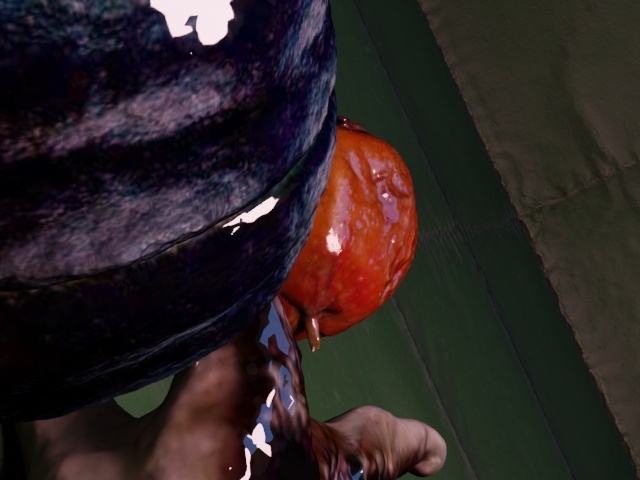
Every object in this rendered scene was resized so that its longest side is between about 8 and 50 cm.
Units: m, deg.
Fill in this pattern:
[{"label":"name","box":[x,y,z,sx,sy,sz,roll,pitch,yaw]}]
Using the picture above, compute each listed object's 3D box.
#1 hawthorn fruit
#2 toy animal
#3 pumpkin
[{"label":"hawthorn fruit","box":[-0.002,-0.012,1.185,0.173,0.173,0.179,61,17,-11]},{"label":"toy animal","box":[-0.020,0.178,0.802,0.344,0.194,0.303,48,17,-39]},{"label":"pumpkin","box":[-0.138,-0.103,0.605,0.363,0.266,0.363,167,-90,-78]}]
